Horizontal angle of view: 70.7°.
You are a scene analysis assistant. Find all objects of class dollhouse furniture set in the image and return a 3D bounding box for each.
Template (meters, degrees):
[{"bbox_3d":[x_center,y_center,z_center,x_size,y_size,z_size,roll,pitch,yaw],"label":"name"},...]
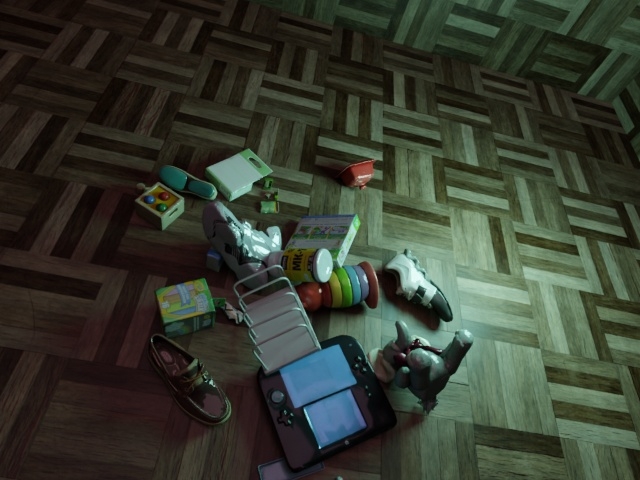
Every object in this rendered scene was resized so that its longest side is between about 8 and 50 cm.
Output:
[{"bbox_3d":[-0.213,-0.186,1.891,0.076,0.058,0.151,2,55,-14],"label":"dollhouse furniture set"}]

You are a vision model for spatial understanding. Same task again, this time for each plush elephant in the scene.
[{"bbox_3d":[0.314,0.392,1.525,0.272,0.330,0.255,-19,39,-29],"label":"plush elephant"}]

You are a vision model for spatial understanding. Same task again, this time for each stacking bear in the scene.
[{"bbox_3d":[0.050,0.180,1.650,0.289,0.164,0.175,-12,51,-16],"label":"stacking bear"}]

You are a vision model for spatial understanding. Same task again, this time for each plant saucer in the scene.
[{"bbox_3d":[-0.086,0.674,1.338,0.192,0.018,0.067,-9,58,-21],"label":"plant saucer"}]

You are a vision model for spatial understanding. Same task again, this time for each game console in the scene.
[{"bbox_3d":[0.015,0.501,1.454,0.387,0.060,0.342,-14,56,-24],"label":"game console"}]

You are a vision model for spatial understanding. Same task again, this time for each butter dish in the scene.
[{"bbox_3d":[0.173,-0.285,2.038,0.160,0.160,0.118,-18,85,-26],"label":"butter dish"}]

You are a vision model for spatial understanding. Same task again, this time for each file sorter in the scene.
[{"bbox_3d":[-0.151,0.243,1.457,0.193,0.173,0.277,-24,47,-5],"label":"file sorter"}]

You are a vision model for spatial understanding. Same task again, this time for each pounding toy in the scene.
[{"bbox_3d":[-0.630,-0.172,1.737,0.206,0.094,0.181,32,53,7],"label":"pounding toy"}]

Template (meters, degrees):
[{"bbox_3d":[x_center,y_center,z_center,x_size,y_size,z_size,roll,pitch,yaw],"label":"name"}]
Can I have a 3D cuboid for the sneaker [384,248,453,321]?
[{"bbox_3d":[0.376,0.202,1.765,0.146,0.122,0.330,-31,69,-13],"label":"sneaker"}]

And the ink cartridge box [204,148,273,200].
[{"bbox_3d":[-0.347,-0.284,1.926,0.171,0.056,0.235,44,52,15],"label":"ink cartridge box"}]

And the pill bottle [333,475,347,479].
[{"bbox_3d":[0.120,0.771,1.261,0.221,0.124,0.124,26,52,4],"label":"pill bottle"}]

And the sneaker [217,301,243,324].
[{"bbox_3d":[-0.315,0.249,1.563,0.109,0.040,0.043,32,62,12],"label":"sneaker"}]

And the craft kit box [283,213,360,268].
[{"bbox_3d":[0.000,0.000,1.739,0.250,0.061,0.246,0,42,30],"label":"craft kit box"}]

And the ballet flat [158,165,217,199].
[{"bbox_3d":[-0.530,-0.228,1.822,0.248,0.086,0.086,26,52,2],"label":"ballet flat"}]

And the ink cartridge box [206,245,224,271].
[{"bbox_3d":[-0.373,0.039,1.664,0.052,0.088,0.122,19,52,0],"label":"ink cartridge box"}]

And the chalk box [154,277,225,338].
[{"bbox_3d":[-0.424,0.219,1.493,0.213,0.132,0.132,-13,61,-24],"label":"chalk box"}]

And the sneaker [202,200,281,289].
[{"bbox_3d":[-0.270,-0.017,1.629,0.365,0.137,0.210,61,38,-24],"label":"sneaker"}]

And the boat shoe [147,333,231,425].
[{"bbox_3d":[-0.403,0.413,1.366,0.342,0.123,0.123,44,55,16],"label":"boat shoe"}]

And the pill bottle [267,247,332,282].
[{"bbox_3d":[-0.074,0.087,1.597,0.209,0.119,0.119,-1,46,29],"label":"pill bottle"}]
